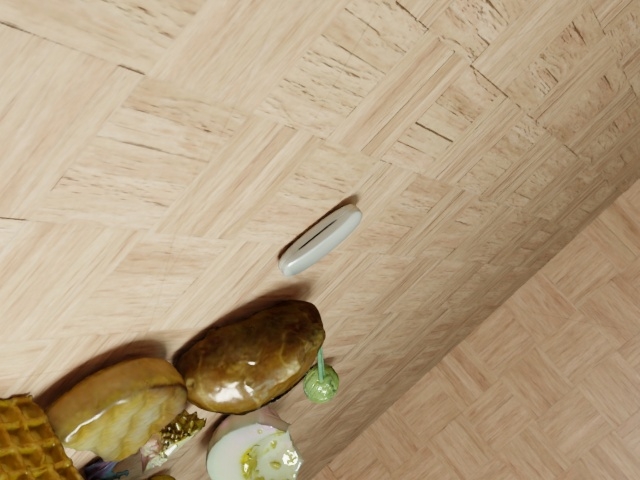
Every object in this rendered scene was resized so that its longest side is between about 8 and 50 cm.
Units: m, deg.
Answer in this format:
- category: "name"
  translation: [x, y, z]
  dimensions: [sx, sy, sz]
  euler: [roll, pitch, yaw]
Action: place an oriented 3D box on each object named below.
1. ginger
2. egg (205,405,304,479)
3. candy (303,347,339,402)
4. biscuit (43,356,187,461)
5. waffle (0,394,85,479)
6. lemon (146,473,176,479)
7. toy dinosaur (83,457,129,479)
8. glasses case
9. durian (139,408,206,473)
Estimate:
- category: "ginger"
  translation: [-0.097, 0.204, 1.490]
  dimensions: [0.321, 0.172, 0.165]
  euler: [-22, 116, -39]
- category: "egg"
  translation: [-0.155, 0.465, 1.964]
  dimensions: [0.206, 0.162, 0.271]
  euler: [-10, 124, 6]
- category: "candy"
  translation: [0.001, 0.288, 2.005]
  dimensions: [0.093, 0.092, 0.336]
  euler: [-21, 148, -13]
- category: "biscuit"
  translation: [-0.313, 0.260, 1.324]
  dimensions: [0.213, 0.091, 0.274]
  euler: [-32, 158, -13]
- category: "waffle"
  translation: [-0.417, 0.282, 1.076]
  dimensions: [0.055, 0.160, 0.211]
  euler: [-46, 161, 18]
- category: "lemon"
  translation: [-0.367, 0.572, 1.923]
  dimensions: [0.110, 0.082, 0.082]
  euler: [-20, 153, -44]
- category: "toy dinosaur"
  translation: [-0.403, 0.430, 1.596]
  dimensions: [0.080, 0.045, 0.197]
  euler: [-4, 150, -46]
- category: "glasses case"
  translation: [0.000, 0.000, 1.399]
  dimensions: [0.164, 0.041, 0.063]
  euler: [-38, 159, -3]
- category: "durian"
  translation: [-0.306, 0.379, 1.632]
  dimensions: [0.224, 0.078, 0.140]
  euler: [-43, 176, 40]
